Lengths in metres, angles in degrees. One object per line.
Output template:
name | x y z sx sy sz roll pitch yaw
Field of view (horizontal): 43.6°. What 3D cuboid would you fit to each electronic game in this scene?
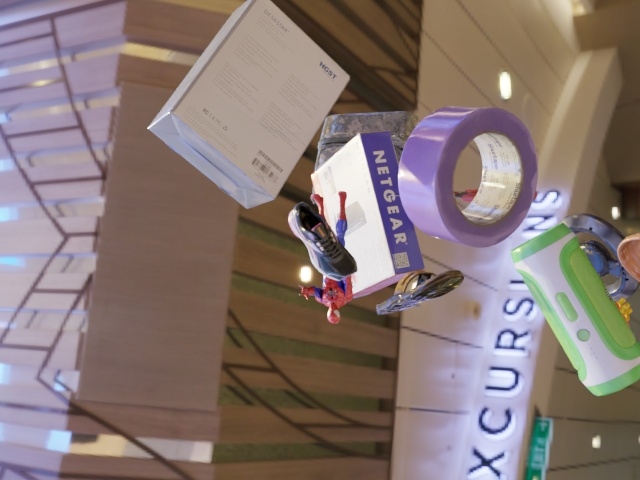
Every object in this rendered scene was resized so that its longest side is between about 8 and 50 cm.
electronic game | 0.628 0.040 1.830 0.048 0.229 0.229 -32 -60 -25

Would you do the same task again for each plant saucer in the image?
plant saucer | 0.700 0.046 1.610 0.037 0.200 0.200 -54 -44 -19

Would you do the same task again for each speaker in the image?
speaker | 0.462 0.121 1.433 0.131 0.131 0.296 -20 -101 -58

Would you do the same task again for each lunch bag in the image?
lunch bag | 0.140 -0.197 2.196 0.212 0.305 0.256 54 -136 -55

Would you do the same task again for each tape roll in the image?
tape roll | 0.205 -0.089 1.100 0.189 0.080 0.189 -8 -75 -32

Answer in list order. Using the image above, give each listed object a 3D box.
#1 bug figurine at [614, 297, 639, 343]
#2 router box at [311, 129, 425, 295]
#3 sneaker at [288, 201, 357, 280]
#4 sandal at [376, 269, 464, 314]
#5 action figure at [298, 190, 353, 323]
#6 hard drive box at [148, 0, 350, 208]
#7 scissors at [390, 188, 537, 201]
bug figurine | 0.740 0.147 1.723 0.216 0.279 0.072 49 -170 -16
router box | 0.103 -0.053 1.905 0.082 0.301 0.335 -9 -101 -24
sneaker | 0.000 0.000 1.523 0.072 0.178 0.077 -41 -11 -15
sandal | 0.186 0.092 1.576 0.090 0.219 0.060 -3 -108 -35
action figure | 0.014 0.030 1.663 0.139 0.091 0.280 34 -129 -71
hard drive box | -0.092 -0.192 1.105 0.181 0.089 0.232 41 -116 -21
scissors | 0.300 -0.097 1.682 0.109 0.297 0.021 -43 -49 -48
